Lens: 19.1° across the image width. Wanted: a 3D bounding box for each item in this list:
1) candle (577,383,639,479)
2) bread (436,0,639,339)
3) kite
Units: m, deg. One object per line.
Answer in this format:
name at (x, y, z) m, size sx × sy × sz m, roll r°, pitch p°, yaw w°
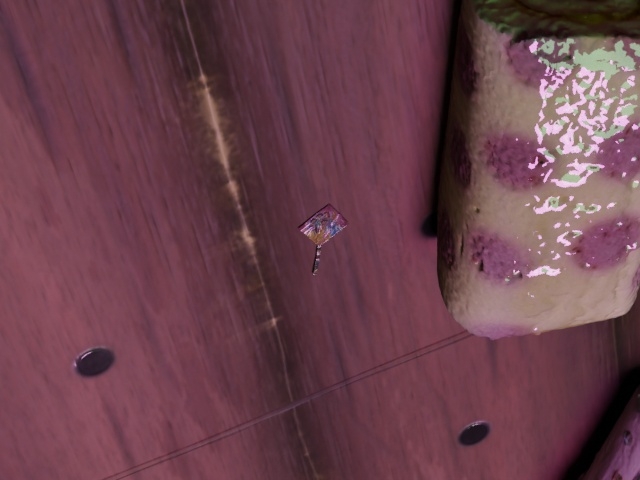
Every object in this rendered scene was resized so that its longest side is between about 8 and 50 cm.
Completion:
candle at (0.391, 0.232, 1.988) m, size 0.187 × 0.187 × 0.330 m, roll 2°, pitch 129°, yaw -31°
bread at (0.199, -0.074, 1.590) m, size 0.187 × 0.155 × 0.338 m, roll -10°, pitch 136°, yaw -14°
kite at (0.006, -0.002, 1.673) m, size 0.044 × 0.002 × 0.078 m, roll -23°, pitch 138°, yaw -6°
